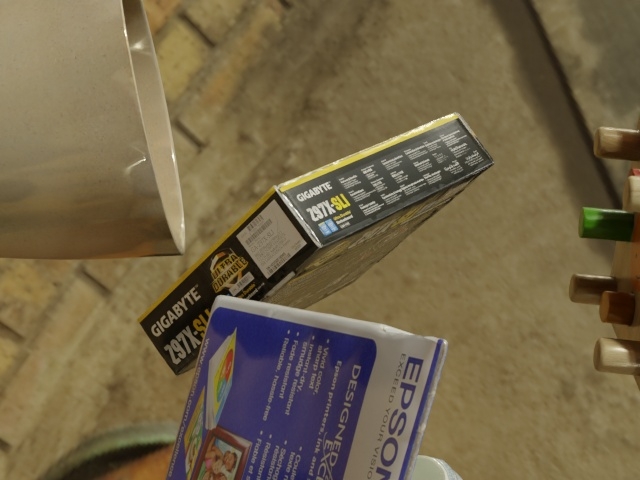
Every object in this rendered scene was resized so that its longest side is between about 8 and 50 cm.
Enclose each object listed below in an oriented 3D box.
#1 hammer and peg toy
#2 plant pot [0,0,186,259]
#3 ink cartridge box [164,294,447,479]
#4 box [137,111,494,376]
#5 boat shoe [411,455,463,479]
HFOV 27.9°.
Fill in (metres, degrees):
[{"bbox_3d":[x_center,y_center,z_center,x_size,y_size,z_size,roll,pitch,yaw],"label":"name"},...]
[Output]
[{"bbox_3d":[0.364,-0.038,1.381,0.127,0.361,0.266,6,22,0],"label":"hammer and peg toy"},{"bbox_3d":[-0.269,-0.090,1.045,0.274,0.256,0.256,-10,46,-1],"label":"plant pot"},{"bbox_3d":[-0.022,0.193,0.741,0.307,0.072,0.303,6,78,63],"label":"ink cartridge box"},{"bbox_3d":[0.000,0.000,1.319,0.079,0.322,0.257,54,130,9],"label":"box"},{"bbox_3d":[0.031,0.263,1.113,0.227,0.081,0.079,-31,49,18],"label":"boat shoe"}]
